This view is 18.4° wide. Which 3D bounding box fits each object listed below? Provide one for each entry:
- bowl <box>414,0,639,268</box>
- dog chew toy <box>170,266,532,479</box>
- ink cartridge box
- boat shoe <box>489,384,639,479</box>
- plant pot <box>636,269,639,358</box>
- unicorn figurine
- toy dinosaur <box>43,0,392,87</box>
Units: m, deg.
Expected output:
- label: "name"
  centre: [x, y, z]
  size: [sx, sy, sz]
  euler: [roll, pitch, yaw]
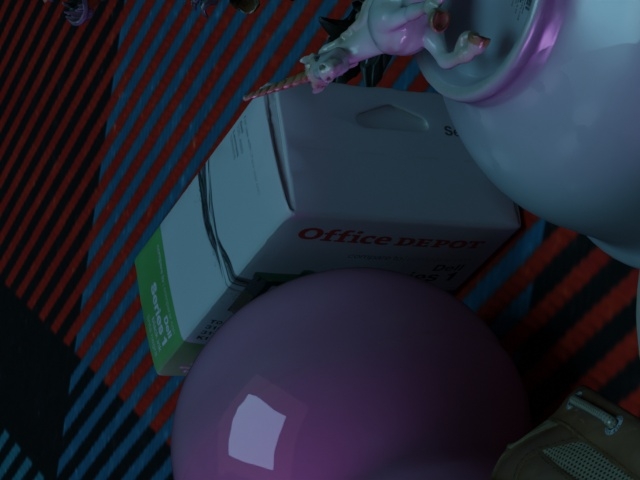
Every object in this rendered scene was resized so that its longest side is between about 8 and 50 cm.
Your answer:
- label: "bowl"
  centre: [0.133, -0.134, 1.005]
  size: [0.298, 0.134, 0.297]
  euler: [-176, 90, -65]
- label: "dog chew toy"
  centre: [0.046, 0.179, 1.080]
  size: [0.206, 0.207, 0.331]
  euler: [-59, 45, 44]
- label: "ink cartridge box"
  centre: [0.000, 0.000, 1.227]
  size: [0.219, 0.160, 0.092]
  euler: [-49, 45, 52]
- label: "boat shoe"
  centre: [0.190, 0.133, 0.866]
  size: [0.324, 0.123, 0.116]
  euler: [17, 73, 51]
- label: "plant pot"
  centre: [0.228, 0.029, 0.722]
  size: [0.205, 0.188, 0.205]
  euler: [-15, 74, 63]
- label: "unicorn figurine"
  centre: [0.041, -0.126, 0.982]
  size: [0.111, 0.060, 0.162]
  euler: [19, 84, 61]
- label: "toy dinosaur"
  centre: [-0.016, -0.217, 1.189]
  size: [0.322, 0.218, 0.164]
  euler: [-18, 46, 22]
